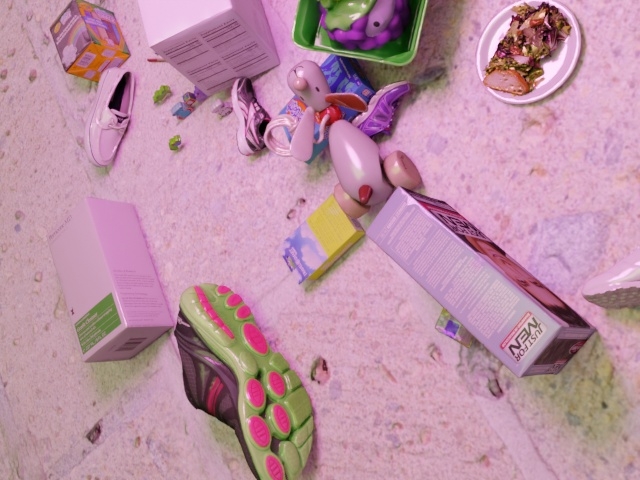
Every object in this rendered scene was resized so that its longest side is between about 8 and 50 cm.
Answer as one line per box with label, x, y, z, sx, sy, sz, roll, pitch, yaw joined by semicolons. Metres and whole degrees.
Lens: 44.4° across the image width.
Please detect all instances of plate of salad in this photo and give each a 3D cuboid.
plate of salad;0.369;-0.348;1.419;0.200;0.048;0.199;-5;81;36

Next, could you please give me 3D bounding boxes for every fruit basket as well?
fruit basket;0.072;-0.521;1.432;0.283;0.392;0.392;13;92;12

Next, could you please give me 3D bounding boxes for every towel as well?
towel;0.256;0.157;1.463;0.083;0.009;0.060;30;102;34

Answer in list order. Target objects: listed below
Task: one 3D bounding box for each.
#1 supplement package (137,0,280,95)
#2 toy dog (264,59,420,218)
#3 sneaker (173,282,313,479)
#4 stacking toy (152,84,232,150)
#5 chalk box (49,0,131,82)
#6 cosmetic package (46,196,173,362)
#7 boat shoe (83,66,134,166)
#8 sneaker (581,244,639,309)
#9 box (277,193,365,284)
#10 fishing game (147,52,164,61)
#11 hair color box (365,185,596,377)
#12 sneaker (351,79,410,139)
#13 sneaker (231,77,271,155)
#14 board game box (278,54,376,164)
supplement package;-0.246;-0.486;1.720;0.198;0.263;0.199;-22;71;14
toy dog;0.036;-0.179;1.502;0.334;0.161;0.220;36;113;2
sneaker;-0.174;0.316;1.681;0.482;0.185;0.202;59;135;29
stacking toy;-0.315;-0.341;1.915;0.221;0.052;0.167;-33;65;31
chalk box;-0.630;-0.555;2.118;0.132;0.132;0.213;-38;63;28
cosmetic package;-0.528;0.097;1.950;0.197;0.155;0.365;-38;65;29
boat shoe;-0.542;-0.323;2.053;0.088;0.096;0.267;7;80;41
sneaker;0.529;0.040;1.245;0.235;0.090;0.094;-21;60;28
box;0.000;0.000;1.646;0.178;0.042;0.109;-44;61;24
fishing game;-0.382;-0.585;1.997;0.189;0.041;0.264;12;92;39
hair color box;0.271;0.068;1.353;0.374;0.185;0.113;45;110;31
sneaker;0.130;-0.254;1.583;0.071;0.068;0.170;50;122;13
sneaker;-0.149;-0.285;1.784;0.077;0.072;0.178;-10;86;23
board game box;0.008;-0.286;1.644;0.210;0.047;0.160;-46;41;23
